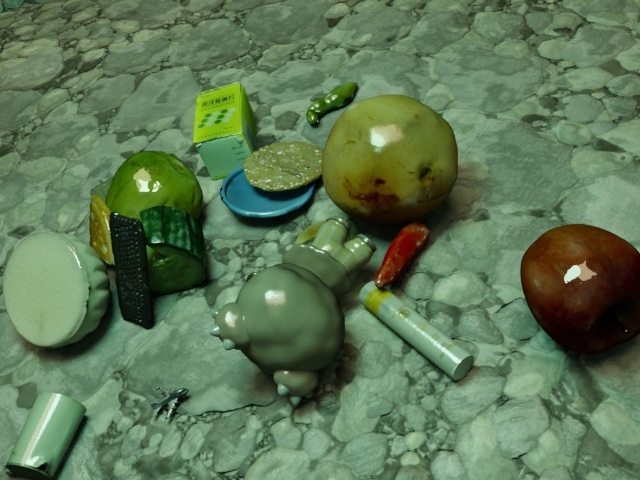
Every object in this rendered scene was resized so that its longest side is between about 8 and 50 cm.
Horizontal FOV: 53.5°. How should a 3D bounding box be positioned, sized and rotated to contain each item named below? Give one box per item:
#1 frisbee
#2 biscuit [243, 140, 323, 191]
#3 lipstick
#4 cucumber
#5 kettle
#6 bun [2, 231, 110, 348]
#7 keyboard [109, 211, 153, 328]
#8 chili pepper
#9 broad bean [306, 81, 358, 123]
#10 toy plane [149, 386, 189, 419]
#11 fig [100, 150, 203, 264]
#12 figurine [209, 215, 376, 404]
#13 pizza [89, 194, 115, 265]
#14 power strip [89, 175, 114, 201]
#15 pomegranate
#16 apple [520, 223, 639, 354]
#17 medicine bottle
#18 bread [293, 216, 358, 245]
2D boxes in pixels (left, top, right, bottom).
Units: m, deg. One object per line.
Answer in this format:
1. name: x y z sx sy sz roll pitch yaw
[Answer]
1. frisbee: -0.132 -0.125 1.604 0.242 0.045 0.242 -3 42 2
2. biscuit: -0.090 -0.191 1.621 0.220 0.033 0.220 -4 41 3
3. lipstick: 0.180 0.170 1.230 0.059 0.059 0.264 -38 48 -18
4. cucumber: -0.349 0.029 1.452 0.191 0.191 0.130 -16 45 2
5. kettle: -0.542 0.379 1.231 0.127 0.098 0.148 5 53 14
6. bun: -0.568 0.110 1.447 0.263 0.175 0.263 -1 88 24
7. keyboard: -0.411 0.068 1.379 0.106 0.262 0.016 15 27 27
8. chili pepper: 0.176 0.022 1.352 0.063 0.071 0.272 13 43 31
9. broad bean: 0.035 -0.397 1.809 0.070 0.048 0.213 27 60 38
10. toy plane: -0.298 0.315 1.259 0.083 0.031 0.078 -25 46 -6
11. fig: -0.416 -0.061 1.565 0.233 0.314 0.233 15 15 -4
12. figurine: -0.026 0.111 1.241 0.203 0.248 0.380 -29 19 53
13. pizza: -0.494 -0.008 1.457 0.041 0.131 0.178 -12 61 -40
14. power strip: -0.553 -0.105 1.725 0.092 0.034 0.268 -35 48 -15
15. pomegranate: 0.146 -0.184 1.414 0.319 0.319 0.319 -9 46 9
16. apple: 0.466 0.083 1.117 0.234 0.234 0.234 -9 46 9
17. medicine bottle: -0.257 -0.304 1.751 0.137 0.141 0.250 -16 45 8
18. bread: 0.000 0.000 1.425 0.094 0.083 0.157 23 48 40
